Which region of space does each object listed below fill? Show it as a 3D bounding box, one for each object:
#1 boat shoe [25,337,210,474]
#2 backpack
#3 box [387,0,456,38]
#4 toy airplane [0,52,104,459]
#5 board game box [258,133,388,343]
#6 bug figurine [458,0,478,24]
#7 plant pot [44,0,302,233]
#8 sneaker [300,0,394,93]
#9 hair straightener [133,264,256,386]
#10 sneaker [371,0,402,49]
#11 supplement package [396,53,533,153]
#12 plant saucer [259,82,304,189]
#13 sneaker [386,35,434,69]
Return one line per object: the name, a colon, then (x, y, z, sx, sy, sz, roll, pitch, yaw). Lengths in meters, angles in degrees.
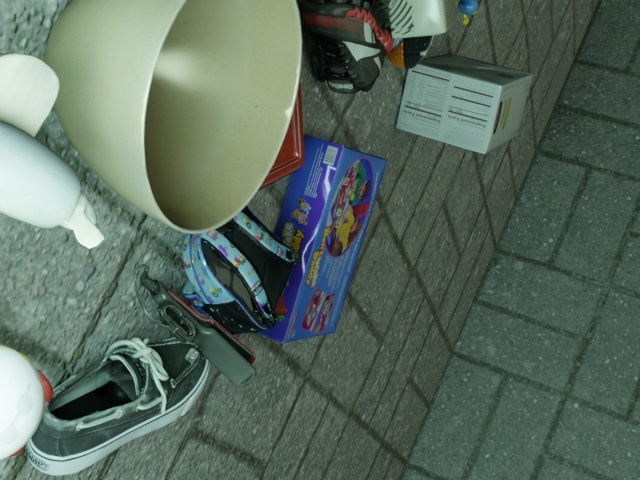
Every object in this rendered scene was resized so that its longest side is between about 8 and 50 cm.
boat shoe: (-0.243, 0.180, 1.161, 0.306, 0.113, 0.105, -22, 143, -50)
backpack: (-0.131, 0.031, 1.289, 0.173, 0.116, 0.158, 49, 43, -31)
box: (0.154, -0.474, 1.460, 0.113, 0.094, 0.275, -50, 134, -62)
toy airplane: (-0.327, 0.072, 0.666, 0.384, 0.272, 0.386, -31, 136, -57)
board game box: (0.000, 0.000, 1.622, 0.233, 0.078, 0.347, 4, 104, -67)
bug figurine: (0.267, -0.540, 1.684, 0.279, 0.072, 0.216, -81, 166, -56)
plant pot: (-0.170, -0.170, 0.942, 0.284, 0.190, 0.284, -47, 148, -43)
sneaker: (0.038, -0.305, 1.435, 0.276, 0.097, 0.135, 9, 97, -69)
hair straightener: (-0.168, 0.120, 1.218, 0.230, 0.047, 0.089, 50, 12, -25)
sneaker: (0.112, -0.425, 1.569, 0.083, 0.071, 0.191, 2, 97, -60)
supplement package: (0.314, -0.299, 1.940, 0.262, 0.204, 0.145, -30, 135, -59)
plant saucer: (-0.103, -0.170, 1.195, 0.258, 0.047, 0.259, -32, 127, -46)
sneaker: (0.188, -0.449, 1.678, 0.121, 0.099, 0.263, -39, 144, -59)
